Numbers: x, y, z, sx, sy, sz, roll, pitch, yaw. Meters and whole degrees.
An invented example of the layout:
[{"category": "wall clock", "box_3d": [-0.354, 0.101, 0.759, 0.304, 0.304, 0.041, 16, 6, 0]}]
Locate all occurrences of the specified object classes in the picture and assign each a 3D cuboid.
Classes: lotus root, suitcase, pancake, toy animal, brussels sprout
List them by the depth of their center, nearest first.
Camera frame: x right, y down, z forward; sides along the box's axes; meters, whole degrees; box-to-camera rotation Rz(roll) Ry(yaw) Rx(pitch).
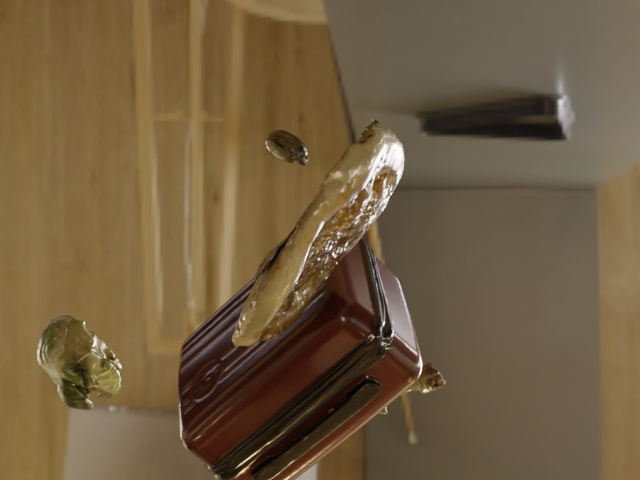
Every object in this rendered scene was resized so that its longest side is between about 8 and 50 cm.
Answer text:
[{"category": "pancake", "box_3d": [-0.001, 0.000, 1.152, 0.049, 0.282, 0.282, 38, -179, 8]}, {"category": "suitcase", "box_3d": [-0.031, 0.144, 1.404, 0.161, 0.297, 0.236, 41, -160, -26]}, {"category": "brussels sprout", "box_3d": [-0.359, 0.177, 1.693, 0.100, 0.139, 0.181, -41, 164, -15]}, {"category": "toy animal", "box_3d": [0.103, 0.247, 2.019, 0.241, 0.057, 0.099, 5, -144, 41]}, {"category": "lotus root", "box_3d": [-0.059, -0.170, 2.128, 0.099, 0.049, 0.054, 35, -148, 31]}]
